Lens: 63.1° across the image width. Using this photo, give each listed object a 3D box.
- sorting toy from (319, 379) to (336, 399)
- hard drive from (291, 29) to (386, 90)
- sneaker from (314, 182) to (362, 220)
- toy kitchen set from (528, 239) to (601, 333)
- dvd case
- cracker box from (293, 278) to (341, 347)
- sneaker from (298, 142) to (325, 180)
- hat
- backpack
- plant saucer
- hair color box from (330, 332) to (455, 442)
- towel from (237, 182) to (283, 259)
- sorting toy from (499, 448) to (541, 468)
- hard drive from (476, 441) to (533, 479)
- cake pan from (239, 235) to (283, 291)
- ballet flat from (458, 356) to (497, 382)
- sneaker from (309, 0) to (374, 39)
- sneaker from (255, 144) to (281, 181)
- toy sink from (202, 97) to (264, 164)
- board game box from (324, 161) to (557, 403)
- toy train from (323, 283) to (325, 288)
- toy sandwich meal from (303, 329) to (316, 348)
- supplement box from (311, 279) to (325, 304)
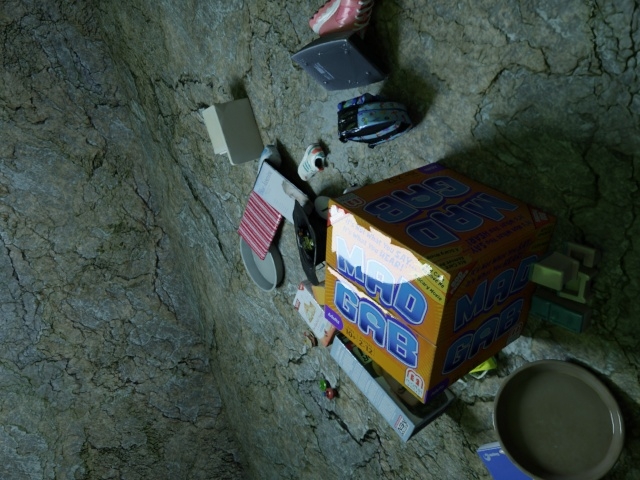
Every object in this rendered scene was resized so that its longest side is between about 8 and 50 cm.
[{"bbox_3d":[0.035,0.637,2.223,0.102,0.042,0.061,48,129,48],"label":"sorting toy"},{"bbox_3d":[0.050,-0.482,1.405,0.172,0.054,0.255,34,167,-33],"label":"hard drive"},{"bbox_3d":[0.077,-0.126,1.631,0.235,0.094,0.153,37,136,38],"label":"sneaker"},{"bbox_3d":[0.484,0.109,1.105,0.122,0.166,0.207,25,129,47],"label":"toy kitchen set"},{"bbox_3d":[-0.132,-0.165,1.906,0.253,0.022,0.180,40,143,7],"label":"dvd case"},{"bbox_3d":[-0.005,0.277,2.026,0.232,0.067,0.155,50,144,26],"label":"cracker box"},{"bbox_3d":[-0.025,-0.245,1.739,0.075,0.057,0.161,57,144,27],"label":"sneaker"},{"bbox_3d":[0.000,0.000,1.772,0.331,0.134,0.331,169,90,-79],"label":"hat"},{"bbox_3d":[0.147,-0.318,1.358,0.173,0.158,0.116,-8,84,44],"label":"backpack"},{"bbox_3d":[0.540,0.414,1.196,0.278,0.041,0.277,-12,67,29],"label":"plant saucer"},{"bbox_3d":[0.222,0.429,1.673,0.374,0.185,0.113,46,142,30],"label":"hair color box"},{"bbox_3d":[-0.242,-0.080,2.131,0.199,0.031,0.274,47,129,28],"label":"towel"},{"bbox_3d":[0.562,0.549,1.259,0.208,0.193,0.038,35,111,38],"label":"sorting toy"},{"bbox_3d":[0.591,0.705,1.435,0.318,0.040,0.210,59,147,13],"label":"hard drive"},{"bbox_3d":[-0.257,0.082,2.288,0.293,0.054,0.293,34,135,41],"label":"cake pan"},{"bbox_3d":[0.409,0.361,1.468,0.077,0.077,0.231,46,143,3],"label":"ballet flat"},{"bbox_3d":[0.092,-0.585,1.335,0.136,0.116,0.314,59,155,-6],"label":"sneaker"},{"bbox_3d":[-0.200,-0.268,1.976,0.237,0.085,0.086,119,147,-54],"label":"sneaker"},{"bbox_3d":[-0.334,-0.409,2.008,0.131,0.153,0.234,-3,108,57],"label":"toy sink"},{"bbox_3d":[0.259,0.076,1.236,0.357,0.356,0.356,35,135,41],"label":"board game box"},{"bbox_3d":[0.077,0.104,1.722,0.184,0.080,0.105,-58,26,29],"label":"toy train"},{"bbox_3d":[-0.049,0.422,2.214,0.086,0.029,0.085,33,135,42],"label":"toy sandwich meal"},{"bbox_3d":[0.067,0.188,1.855,0.233,0.080,0.078,-1,109,58],"label":"supplement box"}]
